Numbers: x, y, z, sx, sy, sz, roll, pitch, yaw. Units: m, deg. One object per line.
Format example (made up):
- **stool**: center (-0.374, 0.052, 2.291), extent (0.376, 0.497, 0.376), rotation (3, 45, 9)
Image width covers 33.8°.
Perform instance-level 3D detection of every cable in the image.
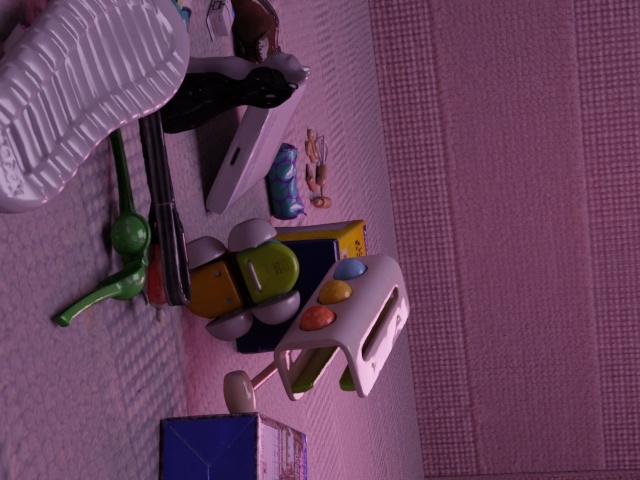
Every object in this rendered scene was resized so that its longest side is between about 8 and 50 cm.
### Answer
- **cable**: center (-0.214, -0.027, 1.343), extent (0.139, 0.072, 0.287), rotation (-110, -169, -58)

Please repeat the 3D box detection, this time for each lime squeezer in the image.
- **lime squeezer**: center (-0.256, 0.003, 1.289), extent (0.110, 0.059, 0.310), rotation (36, 42, -31)

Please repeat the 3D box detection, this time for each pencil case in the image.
- **pencil case**: center (-0.071, -0.120, 2.145), extent (0.064, 0.070, 0.151), rotation (-115, -162, -74)

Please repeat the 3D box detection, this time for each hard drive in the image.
- **hard drive**: center (-0.107, -0.172, 1.835), extent (0.203, 0.040, 0.307), rotation (-64, 178, 18)

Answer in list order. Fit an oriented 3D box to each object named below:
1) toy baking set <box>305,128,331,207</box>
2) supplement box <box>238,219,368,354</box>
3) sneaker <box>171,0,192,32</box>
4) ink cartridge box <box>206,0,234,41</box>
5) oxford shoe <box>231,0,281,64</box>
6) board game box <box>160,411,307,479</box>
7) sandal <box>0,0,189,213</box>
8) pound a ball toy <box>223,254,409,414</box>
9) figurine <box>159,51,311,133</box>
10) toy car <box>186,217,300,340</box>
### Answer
- **toy baking set**: center (0.003, -0.174, 2.624), extent (0.256, 0.030, 0.196), rotation (15, 71, -78)
- **supplement box**: center (-0.025, 0.079, 1.979), extent (0.356, 0.194, 0.195), rotation (-32, 117, -77)
- **sneaker**: center (-0.229, -0.290, 1.389), extent (0.275, 0.107, 0.110), rotation (-15, 109, -78)
- **ink cartridge box**: center (-0.175, -0.391, 1.851), extent (0.083, 0.028, 0.048), rotation (-82, 163, -45)
- **oxford shoe**: center (-0.120, -0.375, 1.986), extent (0.227, 0.083, 0.096), rotation (71, 23, -47)
- **board game box**: center (-0.118, 0.385, 1.536), extent (0.291, 0.141, 0.232), rotation (53, 34, -69)
- **sandal**: center (-0.277, -0.174, 1.131), extent (0.169, 0.102, 0.416), rotation (64, 32, -22)
- **pound a ball toy**: center (-0.009, 0.138, 1.634), extent (0.319, 0.208, 0.135), rotation (-52, 130, -57)
- **figurine**: center (-0.124, -0.233, 1.587), extent (0.215, 0.209, 0.092), rotation (-66, 149, -68)
- **toy car**: center (-0.116, 0.054, 1.600), extent (0.136, 0.182, 0.159), rotation (-56, 125, -79)
